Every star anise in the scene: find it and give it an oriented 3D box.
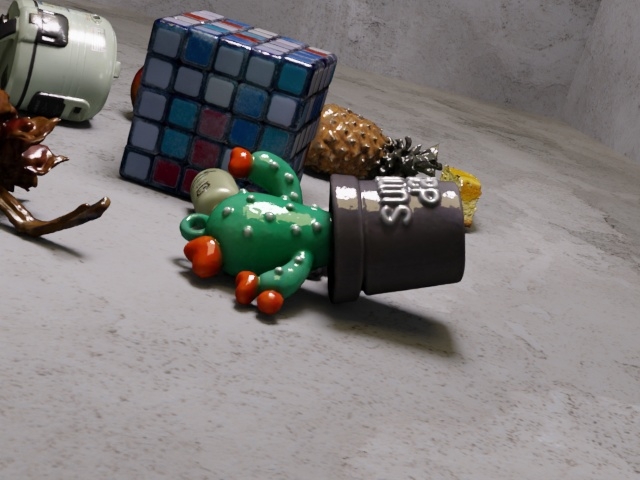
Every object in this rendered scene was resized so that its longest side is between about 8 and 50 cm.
[{"bbox_3d":[-0.436,-0.119,1.445,0.346,0.237,0.148,31,52,11],"label":"star anise"}]

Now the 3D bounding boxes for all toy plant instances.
[{"bbox_3d":[-0.001,-0.013,1.497,0.400,0.280,0.185,-3,-19,-2],"label":"toy plant"}]

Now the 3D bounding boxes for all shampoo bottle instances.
[{"bbox_3d":[-0.163,-0.057,1.668,0.079,0.079,0.162,12,18,-16],"label":"shampoo bottle"}]

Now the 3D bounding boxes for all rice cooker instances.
[{"bbox_3d":[-0.524,-0.348,2.016,0.244,0.226,0.226,12,17,-27],"label":"rice cooker"}]

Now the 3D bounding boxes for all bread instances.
[{"bbox_3d":[0.286,-0.091,2.175,0.065,0.103,0.187,17,12,-8],"label":"bread"}]

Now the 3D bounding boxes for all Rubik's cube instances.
[{"bbox_3d":[-0.156,-0.230,1.862,0.286,0.292,0.293,19,19,4],"label":"Rubik's cube"}]

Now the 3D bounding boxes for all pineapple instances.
[{"bbox_3d":[0.121,-0.183,2.258,0.340,0.169,0.169,17,16,-21],"label":"pineapple"}]

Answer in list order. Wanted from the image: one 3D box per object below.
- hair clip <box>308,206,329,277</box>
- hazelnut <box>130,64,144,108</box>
[{"bbox_3d":[0.011,0.001,1.681,0.146,0.075,0.257,32,27,29],"label":"hair clip"},{"bbox_3d":[-0.300,-0.301,2.198,0.204,0.178,0.178,11,17,-2],"label":"hazelnut"}]
